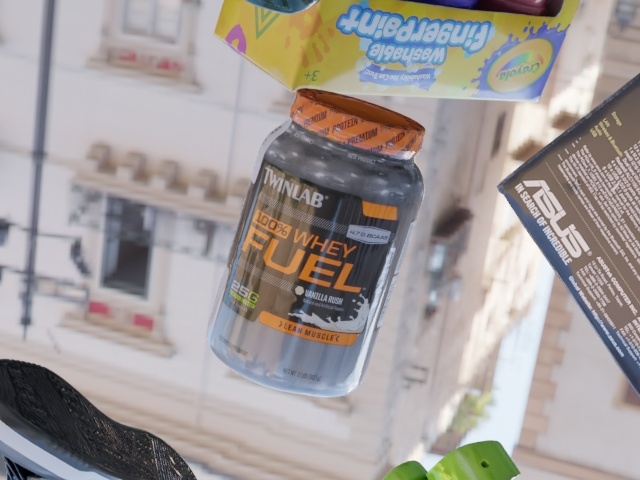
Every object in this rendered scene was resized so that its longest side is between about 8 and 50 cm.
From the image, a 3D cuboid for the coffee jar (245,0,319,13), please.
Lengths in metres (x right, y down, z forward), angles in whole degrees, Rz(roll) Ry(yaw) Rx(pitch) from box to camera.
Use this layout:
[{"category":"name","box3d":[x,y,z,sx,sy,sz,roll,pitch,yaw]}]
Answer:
[{"category":"coffee jar","box3d":[-0.046,-0.289,1.160,0.096,0.184,0.079,25,-122,29]}]

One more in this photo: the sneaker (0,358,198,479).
[{"category":"sneaker","box3d":[-0.240,0.214,1.139,0.295,0.178,0.124,44,-171,-50]}]

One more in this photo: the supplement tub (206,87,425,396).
[{"category":"supplement tub","box3d":[0.000,0.000,0.927,0.117,0.190,0.117,15,-166,-4]}]

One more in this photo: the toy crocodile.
[{"category":"toy crocodile","box3d":[0.105,0.348,1.492,0.105,0.340,0.115,-8,-138,-42]}]

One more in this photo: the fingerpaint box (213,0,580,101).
[{"category":"fingerpaint box","box3d":[0.140,-0.360,1.585,0.445,0.371,0.163,-3,-148,-44]}]

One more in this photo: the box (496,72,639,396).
[{"category":"box","box3d":[0.249,0.031,0.527,0.076,0.242,0.307,-14,-112,-56]}]
